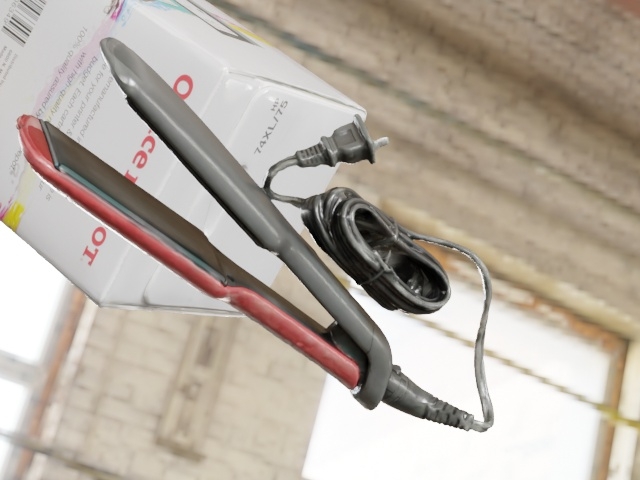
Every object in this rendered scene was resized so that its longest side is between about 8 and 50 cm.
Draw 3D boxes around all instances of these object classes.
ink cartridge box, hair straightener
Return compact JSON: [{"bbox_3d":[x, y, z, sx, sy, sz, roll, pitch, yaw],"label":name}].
[{"bbox_3d":[-0.150,-0.094,1.293,0.270,0.198,0.197,37,14,30],"label":"ink cartridge box"},{"bbox_3d":[0.000,0.000,0.623,0.089,0.047,0.230,-44,-61,10],"label":"hair straightener"}]
